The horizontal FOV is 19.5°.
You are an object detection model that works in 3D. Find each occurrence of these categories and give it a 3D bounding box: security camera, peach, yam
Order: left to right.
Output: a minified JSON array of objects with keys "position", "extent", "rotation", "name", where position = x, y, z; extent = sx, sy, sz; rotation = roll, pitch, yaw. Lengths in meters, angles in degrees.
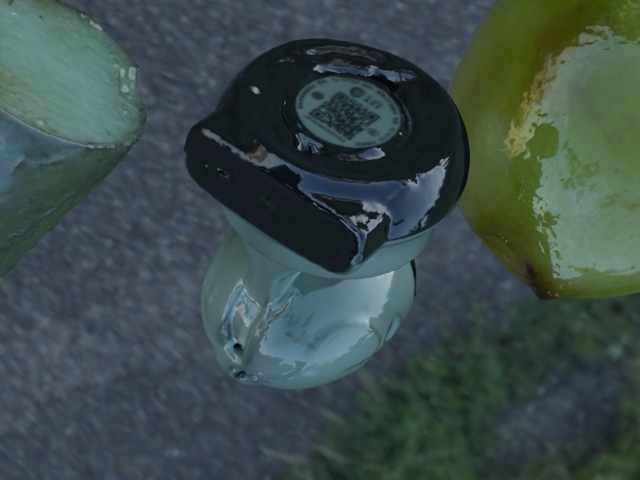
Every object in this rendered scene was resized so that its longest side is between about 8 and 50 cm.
[{"position":[-0.235,-0.030,1.063],"extent":[0.268,0.161,0.161],"rotation":[-39,128,25],"name":"yam"},{"position":[0.000,0.000,1.461],"extent":[0.191,0.197,0.277],"rotation":[-41,154,-41],"name":"security camera"},{"position":[0.263,-0.112,1.759],"extent":[0.315,0.314,0.281],"rotation":[-43,148,0],"name":"peach"}]
